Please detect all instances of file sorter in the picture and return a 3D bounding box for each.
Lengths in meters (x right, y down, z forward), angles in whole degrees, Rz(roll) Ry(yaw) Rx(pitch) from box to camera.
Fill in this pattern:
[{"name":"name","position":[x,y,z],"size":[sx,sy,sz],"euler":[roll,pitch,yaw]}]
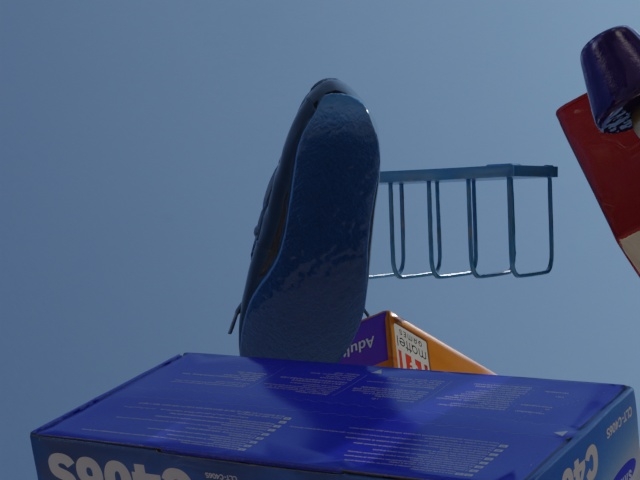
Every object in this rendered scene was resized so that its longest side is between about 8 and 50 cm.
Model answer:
[{"name":"file sorter","position":[0.126,-0.017,1.373],"size":[0.118,0.170,0.104],"euler":[-5,-88,-61]}]

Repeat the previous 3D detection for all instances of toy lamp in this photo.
[{"name":"toy lamp","position":[0.281,-0.042,1.122],"size":[0.080,0.080,0.275],"euler":[-16,-110,-17]}]

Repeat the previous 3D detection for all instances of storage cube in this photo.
[{"name":"storage cube","position":[0.373,-0.055,1.431],"size":[0.183,0.193,0.215],"euler":[-29,-47,13]}]

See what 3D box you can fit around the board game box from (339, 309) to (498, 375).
[{"name":"board game box","position":[0.039,0.337,1.402],"size":[0.356,0.356,0.356],"euler":[31,-135,-44]}]

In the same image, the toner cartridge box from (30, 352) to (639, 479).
[{"name":"toner cartridge box","position":[0.005,0.138,0.904],"size":[0.165,0.347,0.075],"euler":[-27,-67,-53]}]

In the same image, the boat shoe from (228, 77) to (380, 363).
[{"name":"boat shoe","position":[0.000,0.000,1.111],"size":[0.109,0.089,0.258],"euler":[13,-62,-14]}]
